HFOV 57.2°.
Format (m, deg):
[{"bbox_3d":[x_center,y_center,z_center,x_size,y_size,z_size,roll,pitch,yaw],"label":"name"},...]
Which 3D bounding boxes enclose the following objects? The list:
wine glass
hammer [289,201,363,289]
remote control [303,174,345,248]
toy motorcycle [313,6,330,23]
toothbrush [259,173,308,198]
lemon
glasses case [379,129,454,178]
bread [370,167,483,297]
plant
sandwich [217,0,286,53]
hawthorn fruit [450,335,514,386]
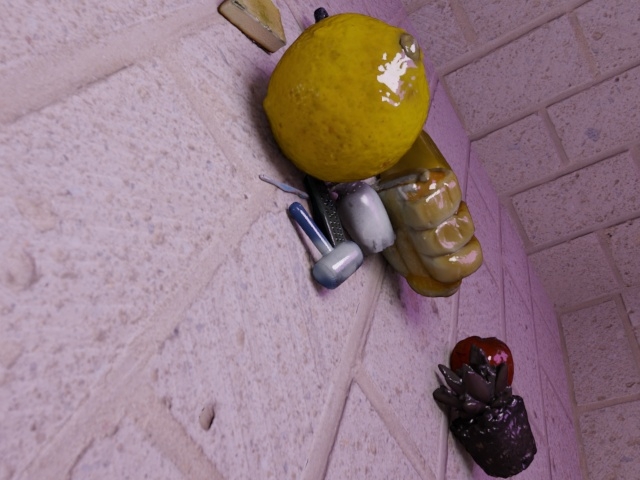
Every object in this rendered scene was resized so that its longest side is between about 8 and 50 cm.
[{"bbox_3d":[0.098,-0.068,1.413,0.204,0.111,0.111,59,27,-8],"label":"wine glass"},{"bbox_3d":[0.000,0.000,1.216,0.116,0.069,0.194,-38,91,-33],"label":"hammer"},{"bbox_3d":[0.013,-0.048,1.315,0.072,0.042,0.222,8,61,-61],"label":"remote control"},{"bbox_3d":[0.065,-0.557,1.743,0.307,0.108,0.173,25,47,-61],"label":"toy motorcycle"},{"bbox_3d":[-0.074,-0.114,1.230,0.162,0.017,0.014,23,47,-56],"label":"toothbrush"},{"bbox_3d":[0.063,-0.302,1.250,0.349,0.387,0.350,17,63,-37],"label":"lemon"},{"bbox_3d":[0.263,-0.228,1.743,0.141,0.173,0.371,31,25,-25],"label":"glasses case"},{"bbox_3d":[0.280,-0.026,1.497,0.210,0.300,0.341,-30,97,-22],"label":"bread"},{"bbox_3d":[0.433,0.441,1.526,0.181,0.194,0.321,-34,96,-40],"label":"plant"},{"bbox_3d":[-0.165,-0.549,1.366,0.193,0.058,0.163,22,49,-53],"label":"sandwich"},{"bbox_3d":[0.467,0.381,1.701,0.185,0.185,0.202,24,67,-55],"label":"hawthorn fruit"}]
